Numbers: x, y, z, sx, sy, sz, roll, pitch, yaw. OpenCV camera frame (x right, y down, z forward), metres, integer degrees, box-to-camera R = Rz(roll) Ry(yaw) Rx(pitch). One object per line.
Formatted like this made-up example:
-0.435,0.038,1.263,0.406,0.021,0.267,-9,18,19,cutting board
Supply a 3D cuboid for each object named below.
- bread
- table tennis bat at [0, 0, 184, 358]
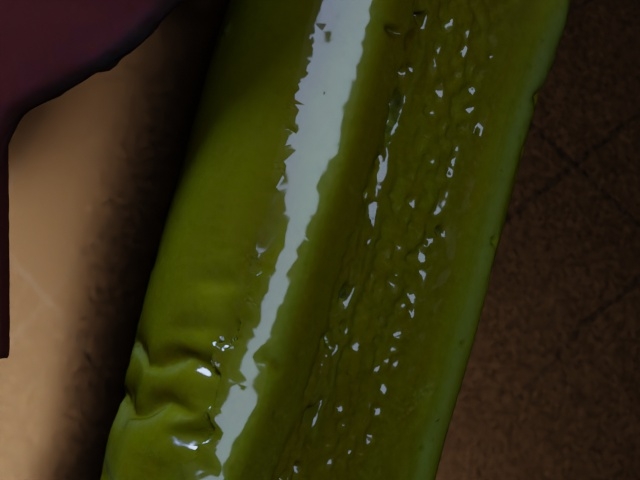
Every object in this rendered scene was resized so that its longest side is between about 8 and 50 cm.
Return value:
0.000,0.000,0.728,0.166,0.112,0.383,19,83,-41,bread
-0.150,-0.152,0.659,0.268,0.051,0.414,7,102,13,table tennis bat
